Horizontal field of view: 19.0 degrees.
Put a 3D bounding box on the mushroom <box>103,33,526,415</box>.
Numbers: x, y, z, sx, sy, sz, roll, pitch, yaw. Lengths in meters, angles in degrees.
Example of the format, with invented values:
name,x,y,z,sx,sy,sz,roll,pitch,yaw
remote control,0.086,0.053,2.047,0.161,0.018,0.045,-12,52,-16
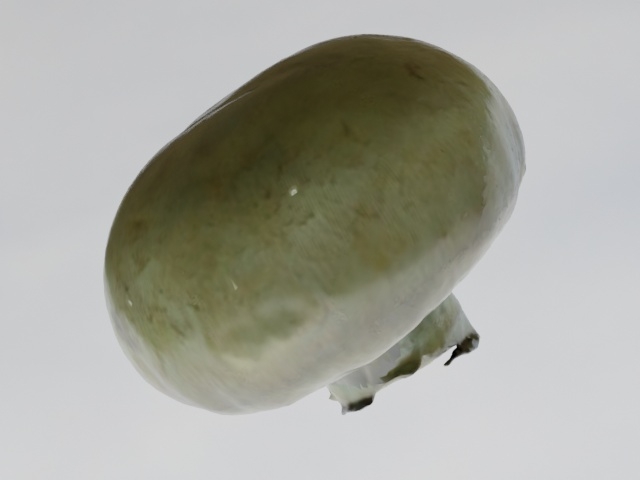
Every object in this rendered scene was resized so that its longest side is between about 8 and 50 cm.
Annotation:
name,x,y,z,sx,sy,sz,roll,pitch,yaw
mushroom,0.000,0.000,1.424,0.352,0.260,0.352,-31,-174,4
